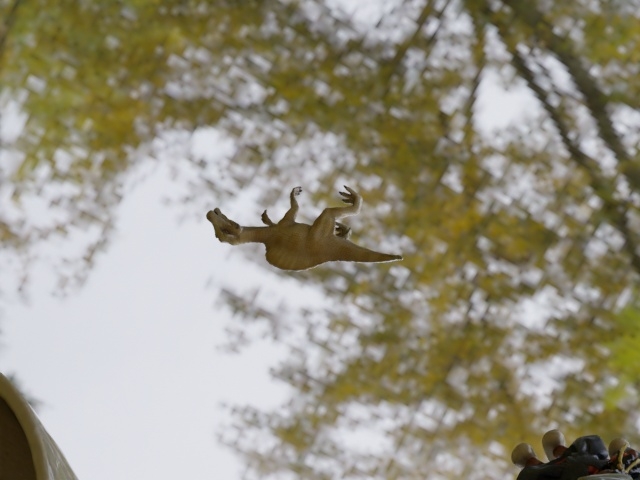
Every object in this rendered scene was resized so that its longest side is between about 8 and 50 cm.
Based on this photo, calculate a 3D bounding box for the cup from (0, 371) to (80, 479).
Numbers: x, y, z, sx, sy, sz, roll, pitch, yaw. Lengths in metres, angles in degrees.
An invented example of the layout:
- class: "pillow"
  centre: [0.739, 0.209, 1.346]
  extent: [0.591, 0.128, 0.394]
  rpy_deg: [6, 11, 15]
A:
- class: "cup"
  centre: [-0.203, 0.250, 0.824]
  extent: [0.331, 0.237, 0.331]
  rpy_deg: [-21, -139, 19]

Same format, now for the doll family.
- class: "doll family"
  centre: [0.157, 0.166, 1.040]
  extent: [0.193, 0.076, 0.111]
  rpy_deg: [-36, -164, -17]

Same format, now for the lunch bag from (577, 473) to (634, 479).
- class: "lunch bag"
  centre: [0.160, 0.261, 0.628]
  extent: [0.256, 0.212, 0.305]
  rpy_deg: [14, -81, 54]

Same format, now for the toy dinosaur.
- class: "toy dinosaur"
  centre: [0.000, 0.000, 1.396]
  extent: [0.183, 0.053, 0.092]
  rpy_deg: [11, -143, 25]
